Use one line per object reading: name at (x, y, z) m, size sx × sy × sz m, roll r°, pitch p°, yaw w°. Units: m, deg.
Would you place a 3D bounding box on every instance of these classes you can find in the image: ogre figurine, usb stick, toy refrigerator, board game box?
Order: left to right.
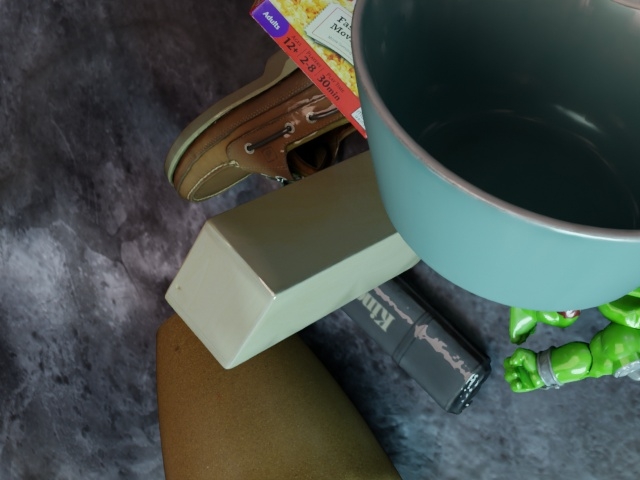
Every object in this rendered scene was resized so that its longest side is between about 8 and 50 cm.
toy refrigerator at (0.000, 0.000, 1.056) m, size 0.094 × 0.269 × 0.102 m, roll 48°, pitch 133°, yaw 16°
usb stick at (0.052, 0.053, 1.188) m, size 0.278 × 0.045 × 0.077 m, roll 44°, pitch 132°, yaw 19°
board game box at (0.062, -0.198, 0.993) m, size 0.193 × 0.045 × 0.147 m, roll -38°, pitch 108°, yaw 23°
ogre figurine at (0.221, 0.035, 0.993) m, size 0.118 × 0.097 × 0.197 m, roll 14°, pitch 73°, yaw 31°

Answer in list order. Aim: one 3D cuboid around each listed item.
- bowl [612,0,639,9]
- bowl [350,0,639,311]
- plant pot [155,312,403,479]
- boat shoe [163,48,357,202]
bowl at (0.260, -0.306, 0.794) m, size 0.297 × 0.134 × 0.298 m, roll 17°, pitch 119°, yaw 34°
bowl at (0.162, -0.072, 0.884) m, size 0.311 × 0.311 × 0.163 m, roll 40°, pitch 145°, yaw 22°
plant pot at (-0.067, 0.187, 1.251) m, size 0.237 × 0.237 × 0.254 m, roll -42°, pitch 64°, yaw 43°
boat shoe at (-0.040, -0.099, 1.158) m, size 0.307 × 0.110 × 0.104 m, roll -36°, pitch 82°, yaw 44°
